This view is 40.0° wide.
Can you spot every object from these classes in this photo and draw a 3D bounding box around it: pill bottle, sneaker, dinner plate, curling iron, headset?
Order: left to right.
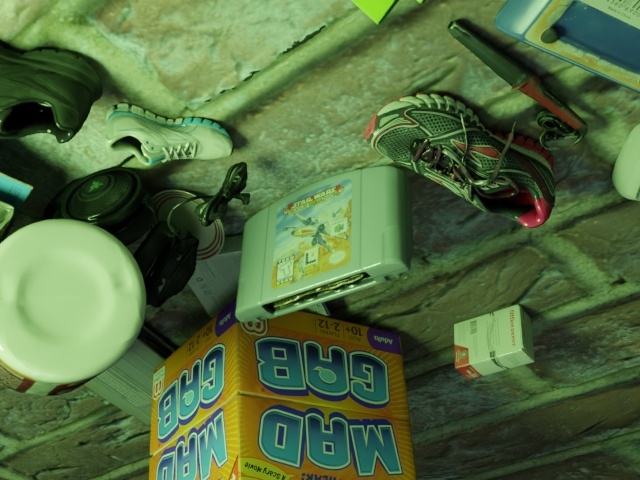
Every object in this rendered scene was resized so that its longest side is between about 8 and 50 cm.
[{"bbox_3d":[-0.448,-0.204,1.184,0.286,0.130,0.109,8,143,-1],"label":"sneaker"},{"bbox_3d":[-0.409,0.118,1.334,0.224,0.224,0.392,20,160,-18],"label":"pill bottle"},{"bbox_3d":[-0.273,-0.024,1.395,0.394,0.185,0.243,-13,126,46],"label":"headset"},{"bbox_3d":[-0.222,-0.137,1.279,0.190,0.083,0.071,9,140,-6],"label":"sneaker"},{"bbox_3d":[-0.220,-0.026,1.443,0.141,0.017,0.141,11,126,16],"label":"dinner plate"},{"bbox_3d":[0.204,-0.113,1.235,0.299,0.112,0.121,17,140,-13],"label":"sneaker"},{"bbox_3d":[0.263,-0.203,1.175,0.274,0.035,0.068,34,133,-31],"label":"curling iron"}]

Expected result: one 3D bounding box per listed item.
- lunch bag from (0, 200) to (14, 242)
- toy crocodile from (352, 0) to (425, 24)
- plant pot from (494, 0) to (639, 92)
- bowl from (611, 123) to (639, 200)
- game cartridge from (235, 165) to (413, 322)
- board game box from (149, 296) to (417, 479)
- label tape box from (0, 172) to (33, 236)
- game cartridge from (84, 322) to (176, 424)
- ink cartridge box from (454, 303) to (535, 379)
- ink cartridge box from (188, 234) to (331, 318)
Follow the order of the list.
[{"bbox_3d":[-0.621,-0.002,1.261,0.287,0.169,0.235,28,140,-15],"label":"lunch bag"},{"bbox_3d":[0.125,-0.369,0.940,0.115,0.105,0.340,39,138,3],"label":"toy crocodile"},{"bbox_3d":[0.312,-0.303,0.905,0.236,0.212,0.236,19,140,-17],"label":"plant pot"},{"bbox_3d":[0.502,-0.103,1.261,0.142,0.053,0.142,5,141,2],"label":"bowl"},{"bbox_3d":[0.000,0.000,1.328,0.297,0.198,0.062,-20,143,28],"label":"game cartridge"},{"bbox_3d":[-0.079,0.365,1.617,0.356,0.356,0.356,16,143,-29],"label":"board game box"},{"bbox_3d":[-0.616,-0.120,1.326,0.333,0.106,0.240,24,139,-23],"label":"label tape box"},{"bbox_3d":[-0.386,0.269,1.826,0.230,0.068,0.355,-14,138,28],"label":"game cartridge"},{"bbox_3d":[0.316,0.186,1.604,0.135,0.099,0.056,-21,134,30],"label":"ink cartridge box"},{"bbox_3d":[-0.114,0.073,1.556,0.224,0.045,0.223,-7,140,14],"label":"ink cartridge box"}]
